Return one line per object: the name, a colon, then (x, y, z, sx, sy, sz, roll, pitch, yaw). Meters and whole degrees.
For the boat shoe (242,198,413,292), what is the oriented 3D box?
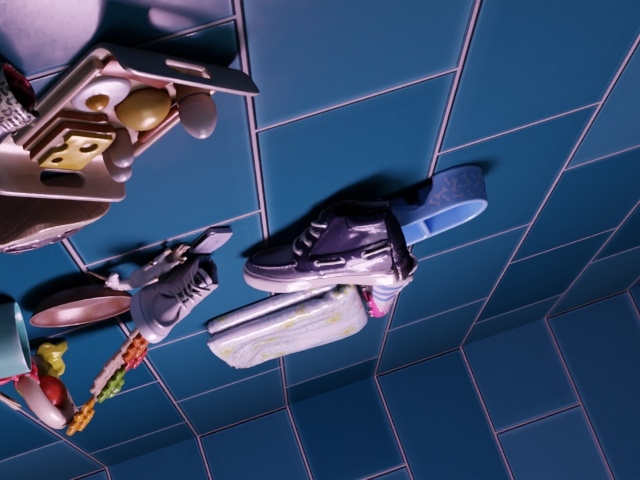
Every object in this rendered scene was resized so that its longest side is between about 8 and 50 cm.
boat shoe: (0.000, 0.000, 2.039, 0.340, 0.127, 0.158, -5, 122, 16)

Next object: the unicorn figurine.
unicorn figurine: (-0.314, 0.056, 1.910, 0.161, 0.060, 0.111, -12, 172, -41)

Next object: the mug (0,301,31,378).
mug: (-0.575, 0.190, 1.899, 0.097, 0.129, 0.158, -12, 135, -10)

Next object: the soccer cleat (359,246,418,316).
soccer cleat: (0.158, 0.091, 2.435, 0.143, 0.116, 0.331, -19, 162, -1)

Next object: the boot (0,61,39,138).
boot: (-0.408, -0.117, 1.266, 0.178, 0.085, 0.236, -23, 162, 2)

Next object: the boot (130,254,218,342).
boot: (-0.258, 0.092, 1.937, 0.123, 0.095, 0.258, -32, -166, 12)

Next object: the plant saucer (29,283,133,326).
plant saucer: (-0.441, 0.117, 1.975, 0.198, 0.036, 0.198, -13, 166, -3)

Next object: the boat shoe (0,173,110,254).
boat shoe: (-0.436, -0.024, 1.489, 0.285, 0.103, 0.092, -16, 158, -33)

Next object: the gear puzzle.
gear puzzle: (-0.395, 0.256, 2.141, 0.339, 0.044, 0.175, -53, 176, -25)

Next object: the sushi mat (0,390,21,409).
sushi mat: (-0.672, 0.254, 2.015, 0.019, 0.151, 0.316, -59, 169, -15)

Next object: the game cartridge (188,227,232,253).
game cartridge: (-0.199, 0.000, 1.950, 0.056, 0.017, 0.083, 1, 153, -41)

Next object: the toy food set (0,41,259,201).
toy food set: (-0.253, -0.135, 1.365, 0.306, 0.092, 0.219, -33, 158, 35)

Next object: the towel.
towel: (-0.075, 0.206, 2.574, 0.374, 0.090, 0.320, -21, 163, 2)

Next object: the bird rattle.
bird rattle: (-0.553, 0.275, 2.106, 0.143, 0.207, 0.253, -35, 173, -7)

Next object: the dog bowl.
dog bowl: (0.196, -0.054, 2.120, 0.297, 0.074, 0.166, -22, 162, 8)
